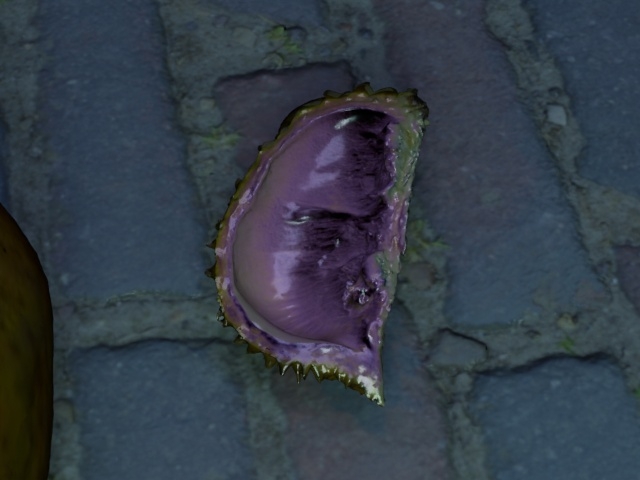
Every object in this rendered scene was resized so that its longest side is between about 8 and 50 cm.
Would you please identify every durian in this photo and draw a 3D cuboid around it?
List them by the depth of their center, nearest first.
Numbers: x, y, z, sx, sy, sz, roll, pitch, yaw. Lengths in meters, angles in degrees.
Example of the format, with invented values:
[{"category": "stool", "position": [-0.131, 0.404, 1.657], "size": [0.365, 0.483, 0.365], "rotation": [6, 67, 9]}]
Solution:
[{"category": "durian", "position": [0.000, -0.001, 1.439], "size": [0.191, 0.112, 0.341], "rotation": [3, 63, 13]}]

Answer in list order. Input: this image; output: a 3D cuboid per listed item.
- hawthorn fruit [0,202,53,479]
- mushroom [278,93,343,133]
[{"category": "hawthorn fruit", "position": [-0.421, 0.133, 1.134], "size": [0.471, 0.472, 0.472], "rotation": [1, 54, -1]}, {"category": "mushroom", "position": [0.014, -0.097, 1.552], "size": [0.123, 0.052, 0.123], "rotation": [-3, 54, 4]}]
